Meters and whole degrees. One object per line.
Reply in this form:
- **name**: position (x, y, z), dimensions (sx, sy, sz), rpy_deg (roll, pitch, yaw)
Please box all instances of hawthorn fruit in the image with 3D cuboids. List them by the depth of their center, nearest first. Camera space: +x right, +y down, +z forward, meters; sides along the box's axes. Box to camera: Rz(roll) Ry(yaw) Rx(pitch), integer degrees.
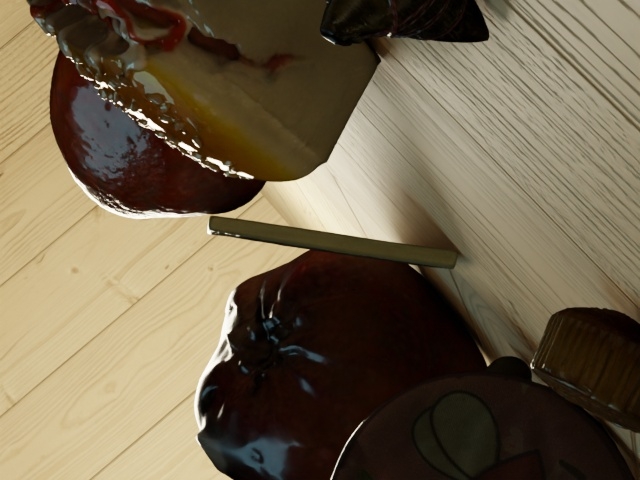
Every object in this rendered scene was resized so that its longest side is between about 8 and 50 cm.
- **hawthorn fruit**: position (-0.126, -0.135, 1.283), dimensions (0.210, 0.210, 0.262), rpy_deg (49, 158, 14)
- **hawthorn fruit**: position (0.029, 0.158, 1.649), dimensions (0.308, 0.308, 0.325), rpy_deg (48, -176, 28)

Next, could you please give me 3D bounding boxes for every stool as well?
- **stool**: position (0.148, 0.240, 1.322), dimensions (0.272, 0.272, 0.178), rpy_deg (50, -169, 7)

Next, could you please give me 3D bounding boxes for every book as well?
- **book**: position (0.000, 0.000, 1.380), dimensions (0.207, 0.020, 0.295), rpy_deg (9, 179, -4)

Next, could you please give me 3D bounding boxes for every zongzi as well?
- **zongzi**: position (0.026, -0.110, 0.622), dimensions (0.073, 0.067, 0.083), rpy_deg (41, -170, 28)

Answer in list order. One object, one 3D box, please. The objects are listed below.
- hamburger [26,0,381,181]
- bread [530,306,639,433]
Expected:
- **hamburger**: position (-0.086, -0.145, 0.941), dimensions (0.227, 0.151, 0.295), rpy_deg (49, 176, -29)
- **bread**: position (0.158, 0.067, 0.819), dimensions (0.085, 0.053, 0.085), rpy_deg (29, 174, 3)
